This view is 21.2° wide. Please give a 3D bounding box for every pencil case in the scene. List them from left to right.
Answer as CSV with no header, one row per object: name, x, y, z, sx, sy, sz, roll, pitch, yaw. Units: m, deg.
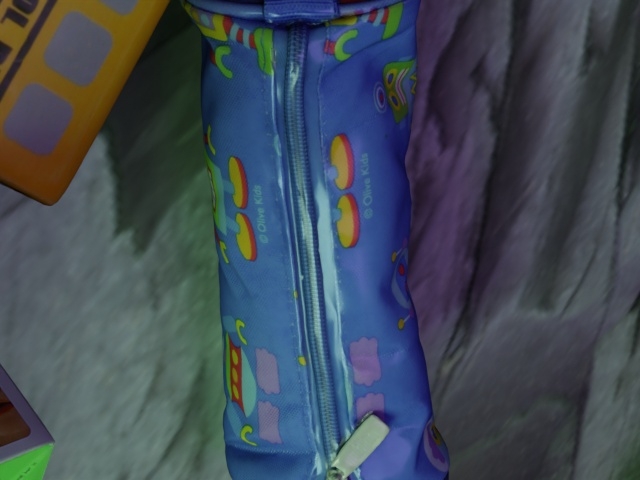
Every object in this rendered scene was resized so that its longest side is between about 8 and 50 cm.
pencil case,0.000,0.000,0.862,0.119,0.133,0.306,-5,113,-2

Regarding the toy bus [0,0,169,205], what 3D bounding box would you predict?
toy bus,-0.096,-0.193,0.709,0.130,0.108,0.333,31,84,-37

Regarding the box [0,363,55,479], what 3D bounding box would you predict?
box,-0.267,0.062,0.574,0.262,0.231,0.127,-18,148,-39
